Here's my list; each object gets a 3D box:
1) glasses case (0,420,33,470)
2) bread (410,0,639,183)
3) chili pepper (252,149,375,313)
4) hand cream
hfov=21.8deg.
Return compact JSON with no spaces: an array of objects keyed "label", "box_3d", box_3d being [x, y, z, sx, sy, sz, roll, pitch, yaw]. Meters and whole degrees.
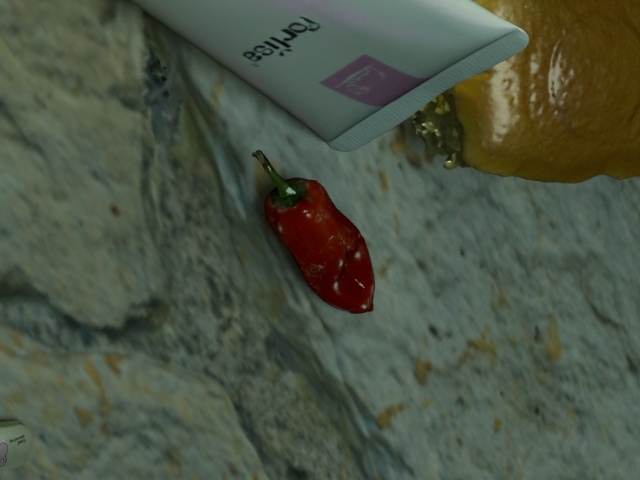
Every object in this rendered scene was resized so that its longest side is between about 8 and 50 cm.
[{"label":"glasses case","box_3d":[-0.235,0.143,1.135,0.083,0.021,0.032,-4,104,-35]},{"label":"bread","box_3d":[0.183,-0.133,1.300,0.246,0.121,0.174,0,105,-33]},{"label":"chili pepper","box_3d":[0.000,0.001,1.247,0.191,0.050,0.059,53,54,-42]},{"label":"hand cream","box_3d":[-0.041,-0.174,1.114,0.359,0.185,0.118,31,42,-35]}]
